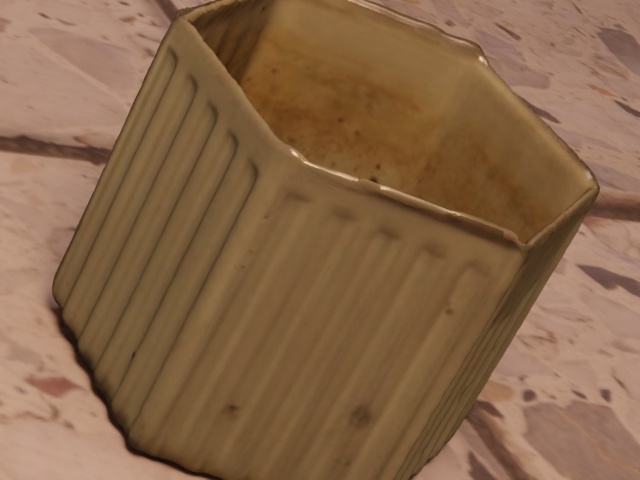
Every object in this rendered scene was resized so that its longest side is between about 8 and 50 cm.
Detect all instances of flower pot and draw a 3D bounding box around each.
[{"bbox_3d":[0.000,0.000,0.893,0.209,0.190,0.239,34,29,12],"label":"flower pot"}]
